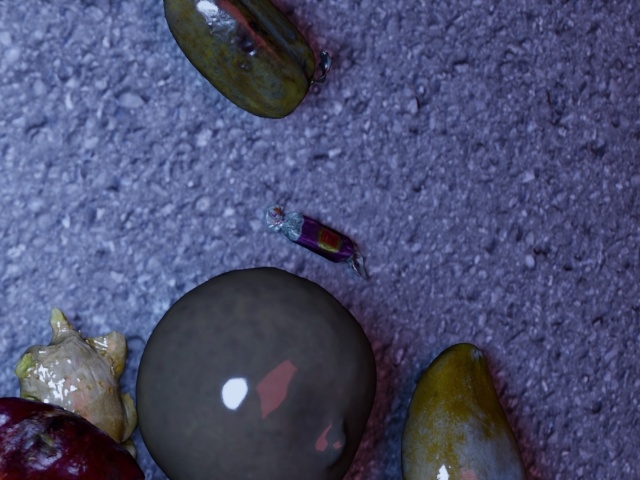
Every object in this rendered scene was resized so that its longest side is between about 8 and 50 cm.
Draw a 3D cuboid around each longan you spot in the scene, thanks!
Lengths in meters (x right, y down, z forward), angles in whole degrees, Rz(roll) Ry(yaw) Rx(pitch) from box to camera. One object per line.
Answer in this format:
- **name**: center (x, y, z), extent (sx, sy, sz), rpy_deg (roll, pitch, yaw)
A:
- **longan**: center (-0.075, 0.181, 1.751), extent (0.297, 0.297, 0.297), rpy_deg (3, 84, -34)

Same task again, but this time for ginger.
- **ginger**: center (-0.280, 0.181, 1.717), extent (0.157, 0.102, 0.216), rpy_deg (-15, 94, -41)

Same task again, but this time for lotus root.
- **lotus root**: center (-0.103, -0.251, 1.862), extent (0.241, 0.123, 0.124), rpy_deg (45, 35, -20)

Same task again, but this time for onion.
- **onion**: center (-0.348, 0.323, 1.559), extent (0.260, 0.337, 0.282), rpy_deg (26, 34, 11)

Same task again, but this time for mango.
- **mango**: center (0.195, 0.290, 2.006), extent (0.193, 0.146, 0.316), rpy_deg (16, 67, -44)

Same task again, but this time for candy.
- **candy**: center (0.000, 0.000, 1.956), extent (0.175, 0.043, 0.045), rpy_deg (26, 62, -29)
